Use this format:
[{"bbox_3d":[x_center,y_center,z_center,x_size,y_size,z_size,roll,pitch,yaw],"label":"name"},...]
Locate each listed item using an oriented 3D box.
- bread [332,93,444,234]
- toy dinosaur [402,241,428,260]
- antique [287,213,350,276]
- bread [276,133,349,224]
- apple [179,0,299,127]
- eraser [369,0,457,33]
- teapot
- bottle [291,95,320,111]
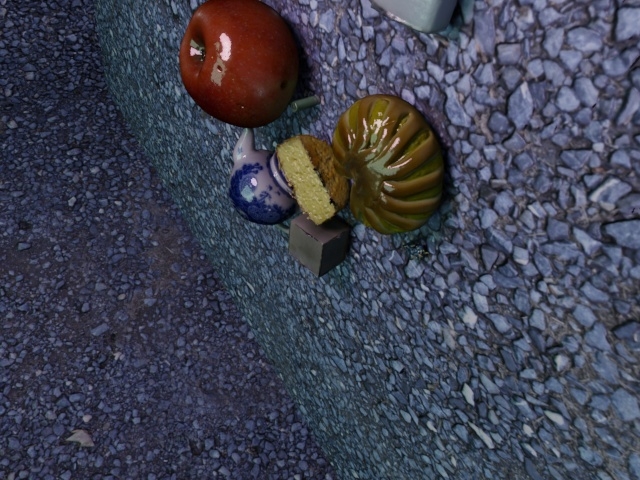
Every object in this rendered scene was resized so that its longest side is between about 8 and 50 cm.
[{"bbox_3d":[0.143,-0.169,1.086,0.333,0.160,0.333,37,141,38],"label":"bread"},{"bbox_3d":[0.243,0.029,1.210,0.083,0.030,0.047,-4,107,60],"label":"toy dinosaur"},{"bbox_3d":[0.000,0.000,1.463,0.152,0.148,0.146,36,138,28],"label":"antique"},{"bbox_3d":[-0.007,-0.188,1.346,0.160,0.147,0.260,-29,91,53],"label":"bread"},{"bbox_3d":[-0.225,-0.485,1.287,0.348,0.277,0.348,6,98,48],"label":"apple"},{"bbox_3d":[0.182,-0.530,0.794,0.189,0.104,0.290,53,149,29],"label":"eraser"},{"bbox_3d":[-0.149,-0.185,1.510,0.280,0.252,0.424,-28,110,26],"label":"teapot"},{"bbox_3d":[-0.041,-0.383,1.300,0.030,0.083,0.030,40,143,38],"label":"bottle"}]
